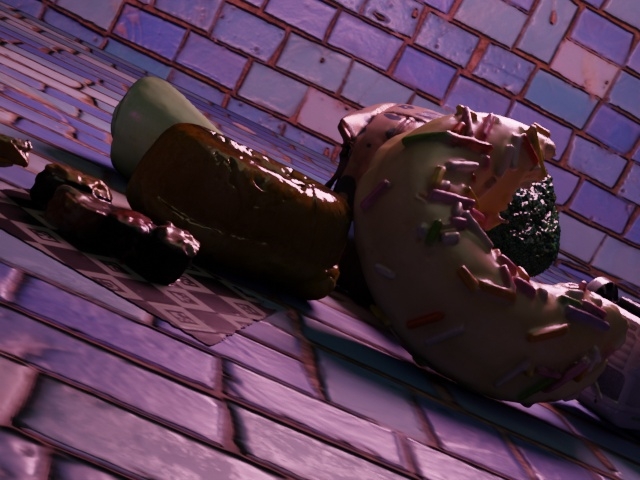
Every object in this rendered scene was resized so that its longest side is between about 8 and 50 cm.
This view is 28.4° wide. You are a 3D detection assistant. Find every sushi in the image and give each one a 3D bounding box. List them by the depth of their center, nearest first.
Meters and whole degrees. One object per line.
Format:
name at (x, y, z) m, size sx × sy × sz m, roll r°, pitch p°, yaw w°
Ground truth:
sushi at (-0.180, -0.005, 1.215) m, size 0.290 × 0.050 × 0.264 m, roll 28°, pitch 8°, yaw 9°

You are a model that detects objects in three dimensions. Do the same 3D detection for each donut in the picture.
donut at (-0.091, -0.038, 1.435) m, size 0.261 × 0.128 × 0.208 m, roll 23°, pitch 8°, yaw -34°
donut at (0.186, 0.006, 1.442) m, size 0.307 × 0.150 × 0.371 m, roll 3°, pitch 58°, yaw -31°

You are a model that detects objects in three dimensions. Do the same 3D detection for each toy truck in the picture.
toy truck at (0.444, 0.168, 1.644) m, size 0.367 × 0.175 × 0.146 m, roll 18°, pitch 10°, yaw -47°

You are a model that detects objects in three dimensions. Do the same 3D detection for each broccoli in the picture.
broccoli at (0.241, -0.039, 2.039) m, size 0.297 × 0.297 × 0.297 m, roll 25°, pitch -17°, yaw -9°

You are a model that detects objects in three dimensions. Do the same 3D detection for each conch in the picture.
conch at (-0.163, -0.113, 1.636) m, size 0.251 × 0.137 × 0.143 m, roll 25°, pitch -27°, yaw 4°

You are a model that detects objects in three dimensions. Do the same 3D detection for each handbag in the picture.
handbag at (0.086, -0.063, 1.771) m, size 0.190 × 0.251 × 0.193 m, roll 22°, pitch 16°, yaw 18°

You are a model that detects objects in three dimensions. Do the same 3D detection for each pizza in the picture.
pizza at (-0.369, -0.101, 1.264) m, size 0.185 × 0.036 × 0.176 m, roll 16°, pitch -4°, yaw -3°

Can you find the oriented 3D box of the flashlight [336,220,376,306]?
flashlight at (0.000, 0.000, 1.637) m, size 0.424 × 0.103 × 0.103 m, roll 30°, pitch 8°, yaw 35°
